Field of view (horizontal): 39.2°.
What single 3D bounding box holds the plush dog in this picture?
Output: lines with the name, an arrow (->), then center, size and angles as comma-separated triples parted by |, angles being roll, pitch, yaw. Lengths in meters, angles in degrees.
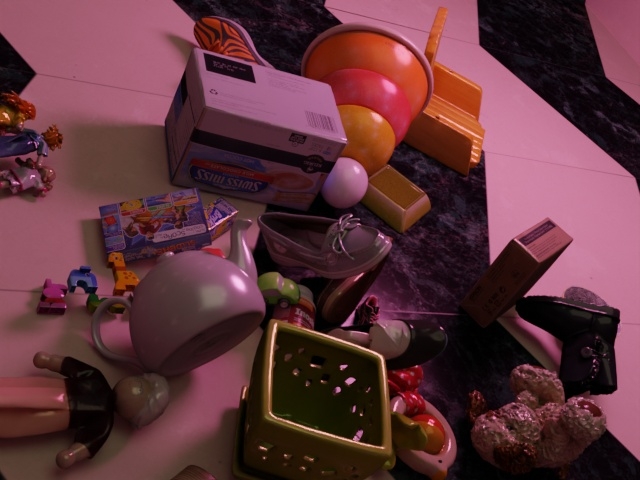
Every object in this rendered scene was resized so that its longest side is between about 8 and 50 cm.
plush dog -> 0.404, 0.384, 1.781 | 0.225, 0.211, 0.262 | -2, 18, -18

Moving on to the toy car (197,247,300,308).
toy car -> -0.151, 0.088, 1.739 | 0.225, 0.053, 0.239 | 1, 40, 1

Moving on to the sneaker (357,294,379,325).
sneaker -> 0.106, 0.164, 1.894 | 0.047, 0.057, 0.119 | 17, 40, -21

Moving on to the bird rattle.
bird rattle -> 0.168, 0.352, 1.704 | 0.207, 0.143, 0.253 | 41, 23, -6

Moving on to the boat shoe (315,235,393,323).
boat shoe -> 0.048, 0.062, 1.933 | 0.123, 0.123, 0.342 | 26, 33, 11

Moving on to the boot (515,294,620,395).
boot -> 0.560, 0.242, 2.059 | 0.246, 0.094, 0.207 | 9, 64, 12

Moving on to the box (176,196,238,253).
box -> -0.244, -0.027, 1.869 | 0.054, 0.059, 0.169 | 37, 37, 12

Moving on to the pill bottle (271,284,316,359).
pill bottle -> -0.054, 0.158, 1.763 | 0.086, 0.086, 0.152 | 23, 37, -11

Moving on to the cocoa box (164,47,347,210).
cocoa box -> -0.155, -0.246, 2.046 | 0.347, 0.228, 0.231 | 11, 41, -25

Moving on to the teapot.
teapot -> -0.235, 0.106, 1.553 | 0.256, 0.252, 0.187 | -18, 67, -42

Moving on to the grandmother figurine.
grandmother figurine -> -0.398, 0.256, 1.401 | 0.342, 0.104, 0.208 | 1, 59, -31

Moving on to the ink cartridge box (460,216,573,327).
ink cartridge box -> 0.455, 0.074, 2.093 | 0.088, 0.235, 0.193 | 44, 38, 16

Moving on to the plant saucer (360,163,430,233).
plant saucer -> 0.183, -0.121, 2.292 | 0.188, 0.045, 0.188 | 39, 37, 11

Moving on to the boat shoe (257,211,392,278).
boat shoe -> 0.000, -0.002, 1.832 | 0.320, 0.103, 0.118 | 9, 50, 44

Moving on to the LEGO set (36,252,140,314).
LEGO set -> -0.393, 0.074, 1.626 | 0.227, 0.087, 0.093 | 6, 43, -32

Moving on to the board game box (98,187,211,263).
board game box -> -0.326, -0.029, 1.767 | 0.201, 0.035, 0.136 | -11, 49, -10

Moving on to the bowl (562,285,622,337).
bowl -> 0.647, 0.199, 2.211 | 0.170, 0.080, 0.170 | 19, 39, -16

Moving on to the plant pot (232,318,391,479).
plant pot -> -0.027, 0.302, 1.513 | 0.227, 0.207, 0.228 | 19, 38, -14

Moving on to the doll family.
doll family -> -0.605, -0.207, 1.778 | 0.163, 0.118, 0.263 | -17, 57, -46

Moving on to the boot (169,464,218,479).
boot -> -0.156, 0.469, 1.307 | 0.283, 0.109, 0.220 | 35, 35, 10

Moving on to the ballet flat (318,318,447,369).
ballet flat -> 0.099, 0.196, 1.695 | 0.096, 0.280, 0.095 | 28, 59, -46

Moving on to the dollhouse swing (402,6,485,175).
dollhouse swing -> 0.398, -0.445, 2.605 | 0.315, 0.305, 0.347 | 28, 35, -3

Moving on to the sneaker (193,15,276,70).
sneaker -> -0.248, -0.463, 2.324 | 0.321, 0.125, 0.180 | 43, 37, 16

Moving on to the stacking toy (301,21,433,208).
stacking toy -> 0.077, -0.274, 2.225 | 0.350, 0.350, 0.480 | 24, 51, -9
